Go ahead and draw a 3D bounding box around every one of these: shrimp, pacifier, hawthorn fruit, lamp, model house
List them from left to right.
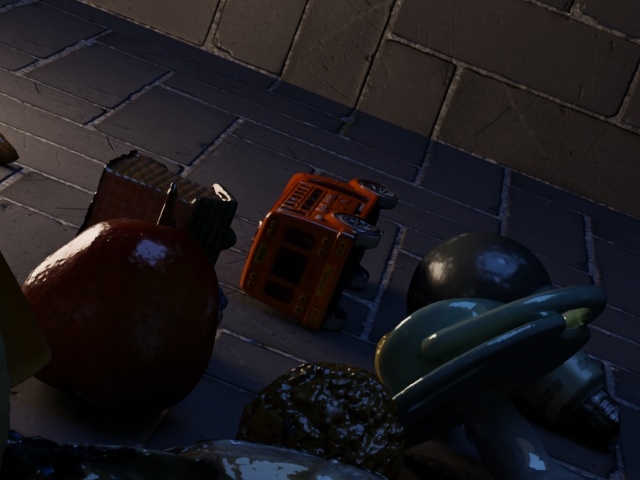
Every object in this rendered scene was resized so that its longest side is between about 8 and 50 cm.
[{"bbox_3d":[-0.180,0.050,1.709,0.196,0.225,0.196,25,2,-1],"label":"hawthorn fruit"},{"bbox_3d":[-0.165,0.020,1.914,0.172,0.183,0.166,21,15,10],"label":"model house"},{"bbox_3d":[-0.098,0.213,1.408,0.446,0.110,0.221,15,31,-9],"label":"shrimp"},{"bbox_3d":[0.190,0.179,1.772,0.269,0.288,0.343,59,14,12],"label":"pacifier"},{"bbox_3d":[0.244,0.111,2.170,0.314,0.182,0.182,33,19,31],"label":"lamp"}]

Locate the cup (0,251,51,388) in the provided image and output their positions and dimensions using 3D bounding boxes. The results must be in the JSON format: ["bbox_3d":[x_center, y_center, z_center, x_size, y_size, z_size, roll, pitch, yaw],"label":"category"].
[{"bbox_3d":[-0.356,0.034,1.450,0.226,0.264,0.182,-24,13,-30],"label":"cup"}]

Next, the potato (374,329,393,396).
[{"bbox_3d":[0.114,0.155,2.017,0.107,0.080,0.170,14,11,-23],"label":"potato"}]

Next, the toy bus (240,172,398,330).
[{"bbox_3d":[0.000,0.000,2.305,0.153,0.143,0.329,22,16,4],"label":"toy bus"}]

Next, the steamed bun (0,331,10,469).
[{"bbox_3d":[-0.371,0.119,1.174,0.372,0.230,0.325,31,55,22],"label":"steamed bun"}]

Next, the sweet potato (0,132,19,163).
[{"bbox_3d":[-0.477,-0.151,2.371,0.182,0.053,0.054,24,-24,1],"label":"sweet potato"}]

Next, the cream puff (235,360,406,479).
[{"bbox_3d":[0.000,0.181,1.589,0.150,0.165,0.115,11,-23,4],"label":"cream puff"}]
